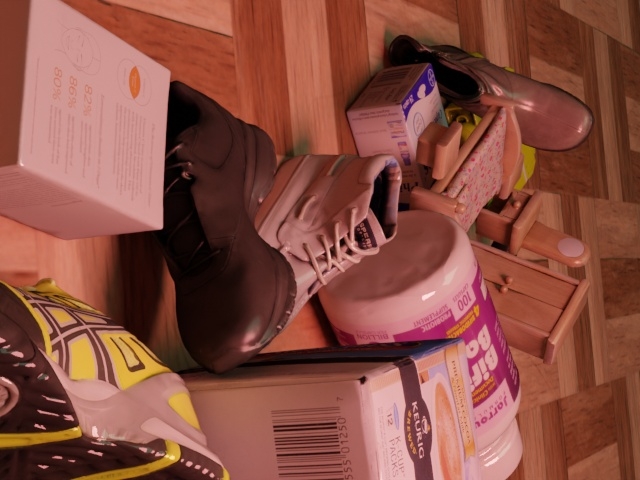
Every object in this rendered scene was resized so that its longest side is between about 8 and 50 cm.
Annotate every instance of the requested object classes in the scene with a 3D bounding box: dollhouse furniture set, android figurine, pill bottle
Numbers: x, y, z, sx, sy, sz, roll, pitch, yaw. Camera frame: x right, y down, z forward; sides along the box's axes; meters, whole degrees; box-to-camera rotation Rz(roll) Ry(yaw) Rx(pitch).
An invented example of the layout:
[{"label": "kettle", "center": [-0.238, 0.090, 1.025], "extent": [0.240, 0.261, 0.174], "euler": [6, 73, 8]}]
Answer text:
[{"label": "dollhouse furniture set", "center": [0.239, -0.046, 1.614], "extent": [0.303, 0.174, 0.355], "euler": [-53, 157, -38]}, {"label": "android figurine", "center": [0.234, -0.139, 1.934], "extent": [0.273, 0.056, 0.248], "euler": [-51, 128, -53]}, {"label": "pill bottle", "center": [0.120, 0.131, 1.503], "extent": [0.301, 0.169, 0.169], "euler": [66, 31, -32]}]

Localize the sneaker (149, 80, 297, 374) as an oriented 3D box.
[{"label": "sneaker", "center": [-0.101, -0.015, 1.132], "extent": [0.130, 0.109, 0.286], "euler": [41, 25, -39]}]

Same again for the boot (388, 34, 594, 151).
[{"label": "boot", "center": [0.205, -0.175, 1.701], "extent": [0.083, 0.246, 0.161], "euler": [-67, 162, 12]}]

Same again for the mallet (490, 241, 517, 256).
[{"label": "mallet", "center": [0.207, 0.040, 1.865], "extent": [0.189, 0.039, 0.062], "euler": [-19, 130, -53]}]

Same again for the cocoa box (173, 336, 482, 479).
[{"label": "cocoa box", "center": [0.001, 0.267, 1.147], "extent": [0.228, 0.231, 0.347], "euler": [-8, 91, -64]}]

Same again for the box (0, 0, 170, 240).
[{"label": "box", "center": [-0.191, -0.084, 0.989], "extent": [0.170, 0.091, 0.130], "euler": [30, 58, -59]}]

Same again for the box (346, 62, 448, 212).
[{"label": "box", "center": [0.098, -0.119, 1.626], "extent": [0.126, 0.072, 0.137], "euler": [-55, 133, -54]}]

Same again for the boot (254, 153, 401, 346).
[{"label": "boot", "center": [0.000, 0.000, 1.332], "extent": [0.095, 0.123, 0.258], "euler": [64, 32, -36]}]

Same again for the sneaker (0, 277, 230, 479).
[{"label": "sneaker", "center": [-0.212, 0.089, 0.902], "extent": [0.384, 0.145, 0.147], "euler": [45, 15, -50]}]
